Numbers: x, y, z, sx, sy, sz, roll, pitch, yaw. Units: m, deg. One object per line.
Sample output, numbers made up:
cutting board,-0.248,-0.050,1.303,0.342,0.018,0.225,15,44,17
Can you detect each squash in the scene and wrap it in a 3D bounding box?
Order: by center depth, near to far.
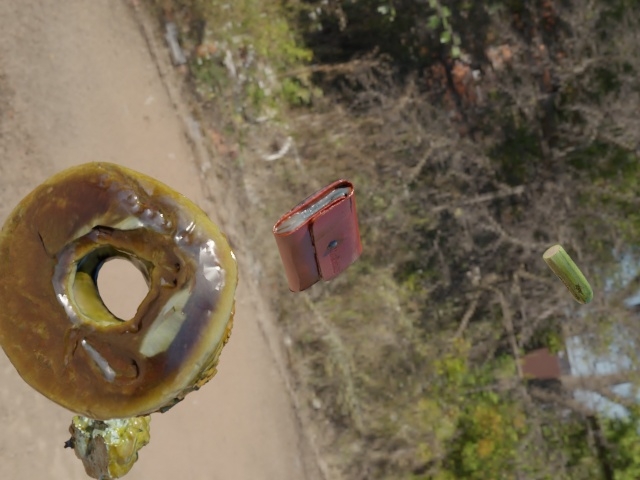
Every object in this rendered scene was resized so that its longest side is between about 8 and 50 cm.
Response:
squash,0.303,0.044,1.142,0.083,0.027,0.027,49,20,-14

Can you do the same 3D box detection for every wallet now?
wallet,0.000,0.000,1.490,0.045,0.142,0.204,51,-13,27

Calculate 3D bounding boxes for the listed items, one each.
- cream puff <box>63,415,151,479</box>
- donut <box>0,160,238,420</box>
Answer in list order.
cream puff,-0.354,0.341,1.648,0.156,0.156,0.121,-79,155,-63
donut,-0.252,0.065,1.212,0.160,0.330,0.330,39,40,-76
